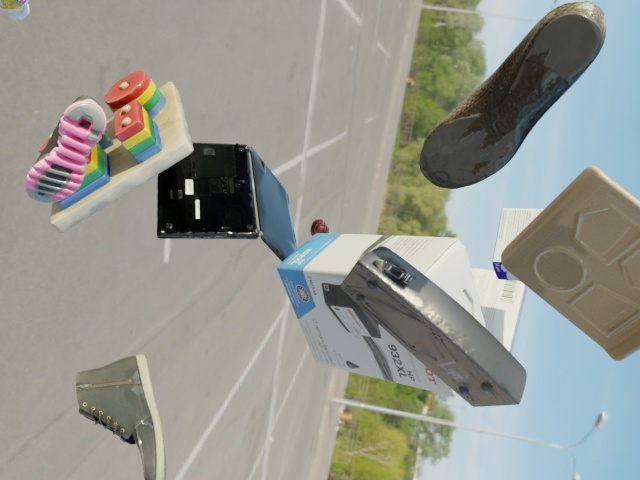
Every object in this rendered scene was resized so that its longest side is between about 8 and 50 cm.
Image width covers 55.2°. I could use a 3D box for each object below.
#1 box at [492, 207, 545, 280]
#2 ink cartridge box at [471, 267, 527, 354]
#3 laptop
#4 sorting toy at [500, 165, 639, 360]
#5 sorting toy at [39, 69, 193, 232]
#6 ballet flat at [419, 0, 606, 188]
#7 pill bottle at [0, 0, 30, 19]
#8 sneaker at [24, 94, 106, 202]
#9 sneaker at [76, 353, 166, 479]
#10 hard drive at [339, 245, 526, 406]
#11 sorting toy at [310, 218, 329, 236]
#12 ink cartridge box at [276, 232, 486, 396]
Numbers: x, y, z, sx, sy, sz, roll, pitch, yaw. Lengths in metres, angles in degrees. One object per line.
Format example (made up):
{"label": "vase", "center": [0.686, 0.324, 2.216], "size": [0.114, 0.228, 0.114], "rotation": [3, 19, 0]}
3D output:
{"label": "box", "center": [0.405, 0.009, 1.151], "size": [0.072, 0.137, 0.126], "rotation": [55, 46, -48]}
{"label": "ink cartridge box", "center": [0.315, 0.178, 1.369], "size": [0.275, 0.238, 0.060], "rotation": [-62, 147, -36]}
{"label": "laptop", "center": [-0.166, -0.054, 1.134], "size": [0.137, 0.264, 0.234], "rotation": [106, -22, -47]}
{"label": "sorting toy", "center": [0.361, 0.032, 0.775], "size": [0.038, 0.208, 0.193], "rotation": [-36, 165, -43]}
{"label": "sorting toy", "center": [-0.363, -0.175, 1.045], "size": [0.089, 0.257, 0.255], "rotation": [56, 5, -39]}
{"label": "ballet flat", "center": [0.188, -0.141, 0.624], "size": [0.250, 0.084, 0.058], "rotation": [-52, -173, 48]}
{"label": "pill bottle", "center": [-0.392, -0.315, 0.763], "size": [0.083, 0.043, 0.044], "rotation": [104, -2, -68]}
{"label": "sneaker", "center": [-0.247, -0.090, 0.596], "size": [0.119, 0.047, 0.057], "rotation": [-51, -142, 16]}
{"label": "sneaker", "center": [-0.318, 0.298, 0.980], "size": [0.083, 0.118, 0.222], "rotation": [103, -31, -51]}
{"label": "hard drive", "center": [0.143, 0.115, 0.808], "size": [0.054, 0.254, 0.172], "rotation": [-46, 173, -17]}
{"label": "sorting toy", "center": [0.000, 0.000, 1.462], "size": [0.061, 0.042, 0.102], "rotation": [2, -102, 59]}
{"label": "ink cartridge box", "center": [0.102, 0.114, 1.041], "size": [0.129, 0.307, 0.223], "rotation": [-38, 118, -38]}
